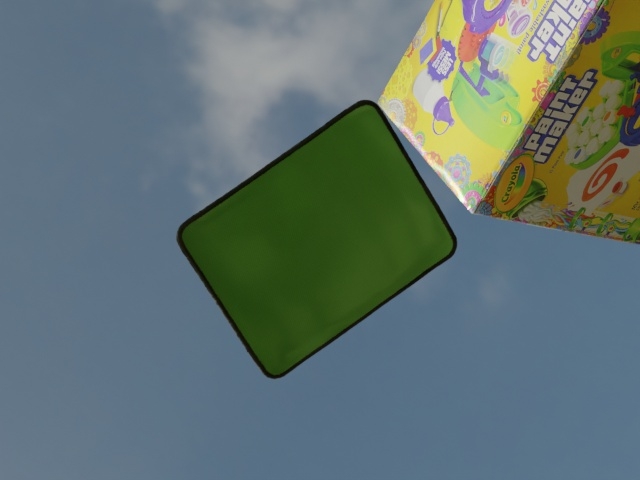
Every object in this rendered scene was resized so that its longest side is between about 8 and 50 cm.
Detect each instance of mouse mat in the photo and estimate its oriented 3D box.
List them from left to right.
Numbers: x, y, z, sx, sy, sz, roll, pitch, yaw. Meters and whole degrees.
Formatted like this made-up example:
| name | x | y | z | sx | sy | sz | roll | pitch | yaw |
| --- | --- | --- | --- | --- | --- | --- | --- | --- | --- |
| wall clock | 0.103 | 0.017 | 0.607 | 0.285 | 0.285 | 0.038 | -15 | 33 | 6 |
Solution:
| name | x | y | z | sx | sy | sz | roll | pitch | yaw |
| --- | --- | --- | --- | --- | --- | --- | --- | --- | --- |
| mouse mat | 0.000 | 0.000 | 1.453 | 0.189 | 0.007 | 0.153 | -35 | -68 | -10 |

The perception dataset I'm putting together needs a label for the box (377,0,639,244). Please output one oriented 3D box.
| name | x | y | z | sx | sy | sz | roll | pitch | yaw |
| --- | --- | --- | --- | --- | --- | --- | --- | --- | --- |
| box | 0.257 | -0.167 | 1.640 | 0.279 | 0.177 | 0.290 | 10 | -59 | -39 |
